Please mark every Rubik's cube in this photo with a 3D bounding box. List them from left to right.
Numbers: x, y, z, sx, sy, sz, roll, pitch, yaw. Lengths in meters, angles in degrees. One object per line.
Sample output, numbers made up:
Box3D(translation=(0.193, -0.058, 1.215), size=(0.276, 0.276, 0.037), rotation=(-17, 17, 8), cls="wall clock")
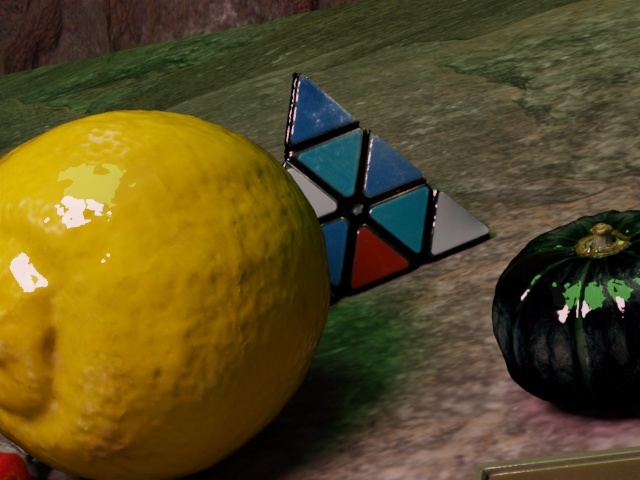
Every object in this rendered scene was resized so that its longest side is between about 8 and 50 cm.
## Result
Box3D(translation=(0.000, 0.000, 1.397), size=(0.250, 0.284, 0.234), rotation=(-57, 9, -8), cls="Rubik's cube")

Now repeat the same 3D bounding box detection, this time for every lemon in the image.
Box3D(translation=(-0.154, 0.045, 1.040), size=(0.348, 0.348, 0.348), rotation=(-15, 21, 6), cls="lemon")

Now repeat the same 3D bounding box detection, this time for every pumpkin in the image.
Box3D(translation=(0.237, 0.051, 0.968), size=(0.202, 0.140, 0.202), rotation=(-16, 24, 7), cls="pumpkin")

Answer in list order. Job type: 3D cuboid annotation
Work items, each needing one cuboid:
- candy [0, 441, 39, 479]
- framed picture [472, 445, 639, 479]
Box3D(translation=(-0.320, 0.244, 1.043), size=(0.086, 0.059, 0.292), rotation=(-7, 25, 24), cls="candy")
Box3D(translation=(0.179, 0.215, 0.780), size=(0.184, 0.016, 0.250), rotation=(-11, 23, 17), cls="framed picture")
